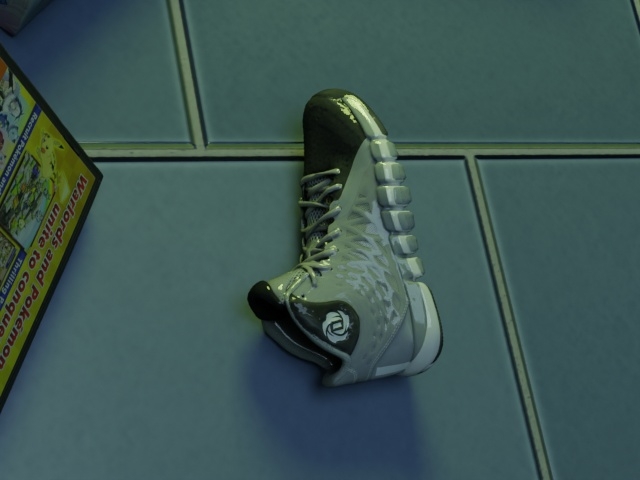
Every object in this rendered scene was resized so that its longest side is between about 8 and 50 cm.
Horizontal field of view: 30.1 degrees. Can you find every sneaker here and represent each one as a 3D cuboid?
[{"bbox_3d":[0.000,0.000,0.874,0.132,0.086,0.229,-13,79,-29],"label":"sneaker"}]

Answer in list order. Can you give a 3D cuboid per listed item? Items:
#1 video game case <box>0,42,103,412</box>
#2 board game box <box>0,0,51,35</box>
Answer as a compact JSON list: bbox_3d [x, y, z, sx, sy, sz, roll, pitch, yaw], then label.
[{"bbox_3d":[-0.240,0.001,0.678,0.248,0.035,0.275,60,41,-51],"label":"video game case"},{"bbox_3d":[-0.244,-0.365,0.889,0.318,0.066,0.319,43,58,-8],"label":"board game box"}]
